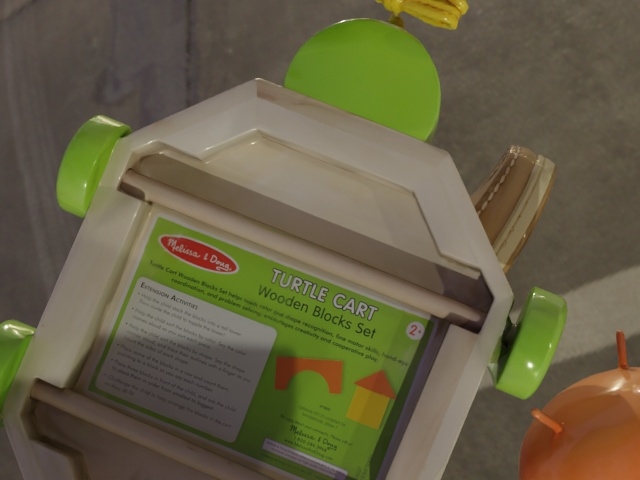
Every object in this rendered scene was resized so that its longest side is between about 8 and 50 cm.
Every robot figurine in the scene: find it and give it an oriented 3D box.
[{"bbox_3d":[0.198,0.166,0.612,0.158,0.219,0.128,-27,9,12],"label":"robot figurine"}]

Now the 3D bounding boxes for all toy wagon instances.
[{"bbox_3d":[-0.013,0.025,0.547,0.267,0.068,0.344,22,85,7],"label":"toy wagon"}]

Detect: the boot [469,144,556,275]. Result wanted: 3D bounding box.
[{"bbox_3d":[0.000,0.000,0.671,0.203,0.095,0.262,41,108,4],"label":"boot"}]
